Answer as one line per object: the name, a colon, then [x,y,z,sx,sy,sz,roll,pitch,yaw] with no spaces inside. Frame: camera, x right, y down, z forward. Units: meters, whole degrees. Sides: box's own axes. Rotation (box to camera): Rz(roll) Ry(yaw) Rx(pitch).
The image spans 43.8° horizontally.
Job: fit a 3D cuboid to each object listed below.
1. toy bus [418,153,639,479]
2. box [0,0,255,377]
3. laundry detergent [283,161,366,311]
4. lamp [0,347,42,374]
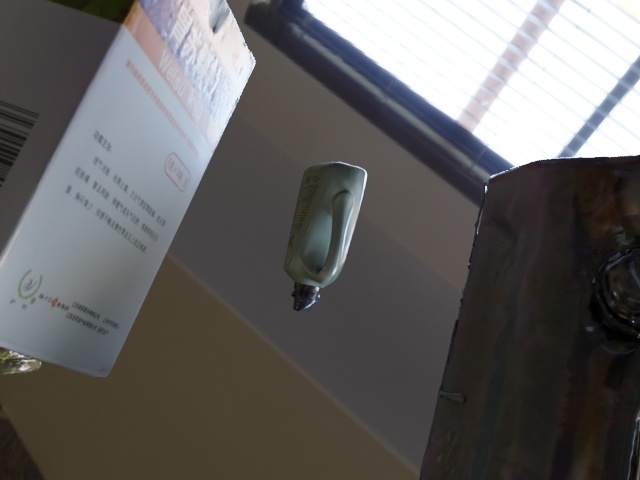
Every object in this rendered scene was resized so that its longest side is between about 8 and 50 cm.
toy bus: [0.132,0.105,0.448,0.112,0.138,0.317,48,-127,-48]
box: [-0.170,-0.067,0.573,0.106,0.200,0.299,21,-103,15]
laundry detergent: [0.000,0.000,1.514,0.105,0.215,0.280,15,-97,-18]
lamp: [-0.402,0.034,1.028,0.177,0.177,0.274,6,-91,-25]
